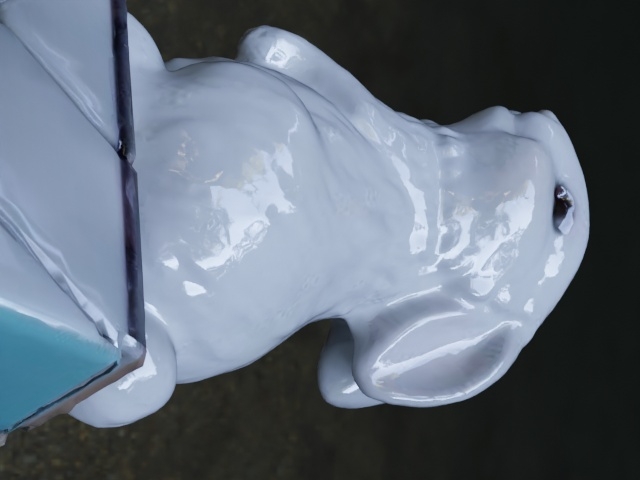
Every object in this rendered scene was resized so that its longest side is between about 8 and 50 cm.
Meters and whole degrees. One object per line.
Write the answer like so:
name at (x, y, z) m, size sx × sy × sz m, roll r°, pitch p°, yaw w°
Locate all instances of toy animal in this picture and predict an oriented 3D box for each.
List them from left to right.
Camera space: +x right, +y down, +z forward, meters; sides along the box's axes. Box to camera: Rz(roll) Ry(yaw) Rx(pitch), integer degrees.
toy animal at (0.000, 0.000, 0.707) m, size 0.357 × 0.194 × 0.258 m, roll 11°, pitch 67°, yaw -25°

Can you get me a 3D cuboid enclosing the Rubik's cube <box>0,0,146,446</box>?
Rubik's cube at (-0.221, -0.036, 0.439) m, size 0.231 × 0.224 × 0.221 m, roll 30°, pitch 40°, yaw -43°
